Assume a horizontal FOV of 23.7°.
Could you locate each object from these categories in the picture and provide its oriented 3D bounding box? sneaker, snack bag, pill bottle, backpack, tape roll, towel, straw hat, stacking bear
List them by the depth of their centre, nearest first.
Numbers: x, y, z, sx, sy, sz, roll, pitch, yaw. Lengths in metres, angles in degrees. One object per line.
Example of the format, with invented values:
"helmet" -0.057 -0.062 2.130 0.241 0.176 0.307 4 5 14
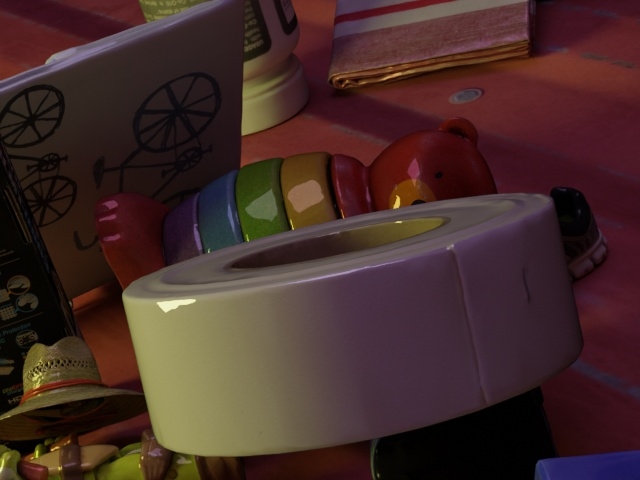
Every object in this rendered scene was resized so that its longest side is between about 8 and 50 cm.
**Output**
"backpack" 0.090 0.141 0.969 0.114 0.105 0.084 -18 4 -3
"tape roll" 0.021 0.047 0.976 0.286 0.100 0.286 -12 6 1
"straw hat" -0.194 0.105 1.140 0.144 0.061 0.144 -11 -14 -3
"stacking bear" 0.000 0.000 1.190 0.289 0.175 0.164 -20 -1 12
"sneaker" 0.159 0.012 1.203 0.170 0.074 0.063 -34 31 -29
"snack bag" -0.216 -0.047 1.303 0.342 0.323 0.037 -24 59 -21
"pill bottle" -0.117 -0.267 1.676 0.161 0.283 0.161 -14 27 7
"towel" 0.135 -0.320 1.758 0.237 0.037 0.329 -7 54 20

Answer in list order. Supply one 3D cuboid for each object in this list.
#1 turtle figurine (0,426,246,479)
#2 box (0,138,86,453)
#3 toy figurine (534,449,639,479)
"turtle figurine" -0.163 0.166 1.066 0.217 0.087 0.269 -13 -7 -4
"box" -0.345 0.064 1.154 0.295 0.293 0.073 -20 33 -5
"toy figurine" 0.177 0.169 0.625 0.363 0.217 0.191 -5 31 -7
